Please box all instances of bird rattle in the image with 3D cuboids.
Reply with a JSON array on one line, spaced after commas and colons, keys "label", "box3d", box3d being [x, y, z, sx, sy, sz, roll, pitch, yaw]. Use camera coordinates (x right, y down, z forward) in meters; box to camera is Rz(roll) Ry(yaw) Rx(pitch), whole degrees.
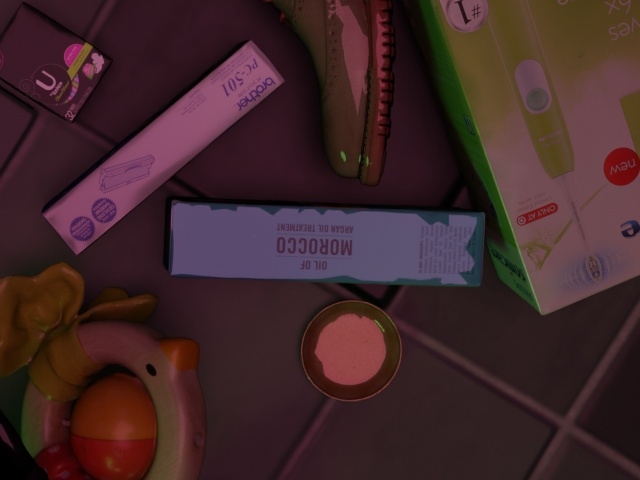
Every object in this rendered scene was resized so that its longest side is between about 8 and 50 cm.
[{"label": "bird rattle", "box3d": [-0.180, 0.147, 1.374, 0.207, 0.143, 0.254, 3, 82, 35]}]

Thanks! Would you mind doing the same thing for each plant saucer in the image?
[{"label": "plant saucer", "box3d": [0.025, 0.089, 1.491, 0.083, 0.015, 0.083, -1, 95, -7]}]

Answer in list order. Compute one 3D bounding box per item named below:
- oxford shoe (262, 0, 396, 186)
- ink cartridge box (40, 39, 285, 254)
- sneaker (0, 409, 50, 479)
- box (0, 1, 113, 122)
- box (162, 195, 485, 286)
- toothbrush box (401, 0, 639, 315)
[{"label": "oxford shoe", "box3d": [-0.013, -0.210, 1.419, 0.130, 0.123, 0.348, -7, 86, 0]}, {"label": "ink cartridge box", "box3d": [-0.123, -0.074, 1.417, 0.207, 0.097, 0.046, -40, 98, -2]}, {"label": "sneaker", "box3d": [-0.295, 0.148, 1.312, 0.276, 0.135, 0.097, 32, 47, 17]}, {"label": "box", "box3d": [-0.213, -0.138, 1.424, 0.083, 0.052, 0.062, 33, 88, -8]}, {"label": "box", "box3d": [0.000, 0.000, 1.438, 0.244, 0.100, 0.060, 2, 93, -8]}, {"label": "toothbrush box", "box3d": [0.204, -0.117, 1.426, 0.206, 0.122, 0.283, -22, 107, -5]}]
